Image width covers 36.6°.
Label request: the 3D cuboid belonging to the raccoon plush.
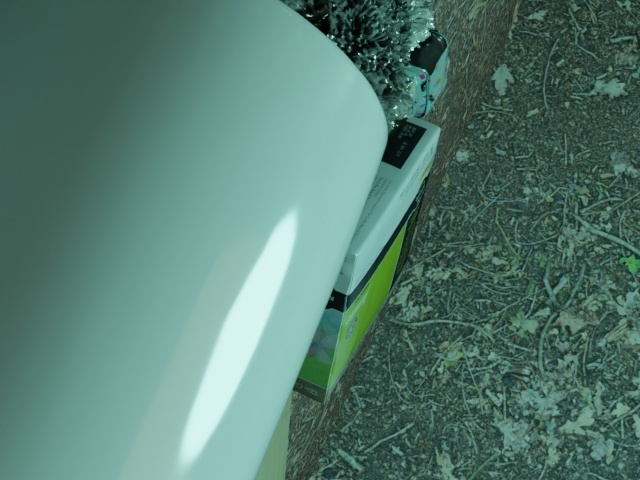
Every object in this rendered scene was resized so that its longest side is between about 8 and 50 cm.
[{"bbox_3d":[0.045,-0.324,1.180,0.446,0.216,0.299,87,20,-61],"label":"raccoon plush"}]

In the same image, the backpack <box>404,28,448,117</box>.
[{"bbox_3d":[0.124,-0.278,1.611,0.144,0.166,0.188,-64,164,-9],"label":"backpack"}]

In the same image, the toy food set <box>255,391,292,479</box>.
[{"bbox_3d":[-0.118,0.255,1.116,0.220,0.092,0.306,-48,147,-58],"label":"toy food set"}]

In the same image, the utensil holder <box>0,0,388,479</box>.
[{"bbox_3d":[-0.161,0.040,0.651,0.327,0.327,0.385,76,36,-69],"label":"utensil holder"}]

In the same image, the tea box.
[{"bbox_3d":[0.000,0.000,1.449,0.329,0.220,0.323,-54,160,-45],"label":"tea box"}]
